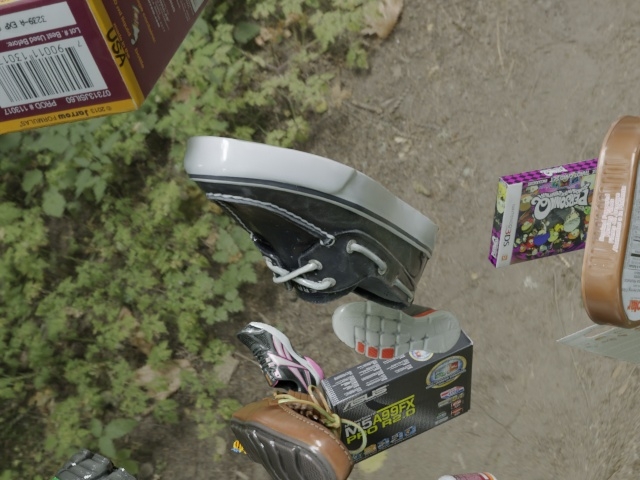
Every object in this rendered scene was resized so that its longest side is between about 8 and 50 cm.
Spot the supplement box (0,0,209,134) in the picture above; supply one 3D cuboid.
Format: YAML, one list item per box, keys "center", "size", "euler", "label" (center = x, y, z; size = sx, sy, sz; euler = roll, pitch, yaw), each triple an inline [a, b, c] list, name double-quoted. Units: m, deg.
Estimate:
- center: [-0.150, -0.159, 0.497]
  size: [0.104, 0.081, 0.188]
  euler: [-6, 39, 15]
  label: "supplement box"

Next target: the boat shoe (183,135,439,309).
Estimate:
- center: [0.000, 0.000, 0.611]
  size: [0.108, 0.301, 0.102]
  euler: [9, 82, 34]
  label: "boat shoe"

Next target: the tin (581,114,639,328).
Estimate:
- center: [0.275, -0.016, 0.658]
  size: [0.040, 0.106, 0.189]
  euler: [9, 92, 49]
  label: "tin"

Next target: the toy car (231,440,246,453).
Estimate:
- center: [-0.180, 0.447, 1.442]
  size: [0.060, 0.040, 0.122]
  euler: [-31, 40, 52]
  label: "toy car"

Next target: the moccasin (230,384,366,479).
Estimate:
- center: [-0.027, 0.281, 1.090]
  size: [0.147, 0.380, 0.139]
  euler: [-33, 87, -17]
  label: "moccasin"

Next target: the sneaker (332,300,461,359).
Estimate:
- center: [0.075, 0.093, 0.813]
  size: [0.065, 0.158, 0.061]
  euler: [25, 102, 61]
  label: "sneaker"

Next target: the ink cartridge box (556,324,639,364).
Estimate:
- center: [0.474, 0.137, 1.138]
  size: [0.179, 0.145, 0.045]
  euler: [18, 59, -20]
  label: "ink cartridge box"

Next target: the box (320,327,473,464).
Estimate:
- center: [0.143, 0.282, 1.347]
  size: [0.270, 0.216, 0.060]
  euler: [-21, 46, -13]
  label: "box"

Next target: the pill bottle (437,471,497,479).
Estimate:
- center: [0.291, 0.527, 1.544]
  size: [0.086, 0.152, 0.086]
  euler: [-20, 68, 62]
  label: "pill bottle"

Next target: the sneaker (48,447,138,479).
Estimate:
- center: [-0.161, 0.334, 0.603]
  size: [0.134, 0.343, 0.146]
  euler: [5, 37, 46]
  label: "sneaker"

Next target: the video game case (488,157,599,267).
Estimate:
- center: [0.469, -0.056, 1.545]
  size: [0.232, 0.210, 0.042]
  euler: [-11, 38, -13]
  label: "video game case"

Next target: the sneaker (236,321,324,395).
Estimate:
- center: [-0.078, 0.217, 1.321]
  size: [0.178, 0.072, 0.077]
  euler: [35, 50, 1]
  label: "sneaker"
